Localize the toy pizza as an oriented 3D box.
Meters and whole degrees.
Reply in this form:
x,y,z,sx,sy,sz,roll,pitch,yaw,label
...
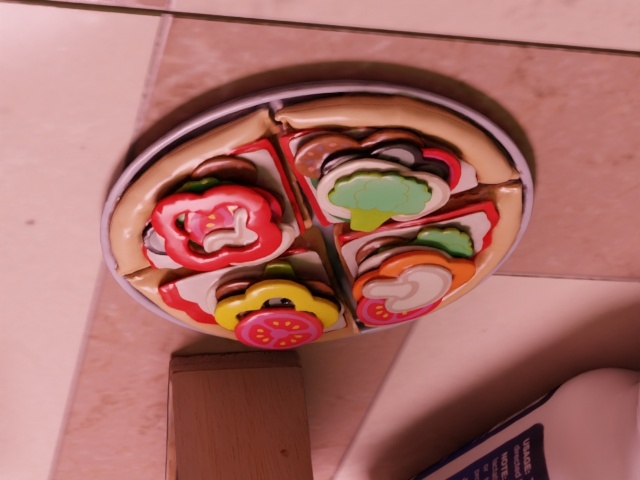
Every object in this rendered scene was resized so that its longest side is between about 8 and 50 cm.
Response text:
x,y,z,sx,sy,sz,roll,pitch,yaw,label
0.000,0.000,0.795,0.201,0.032,0.201,-5,145,-4,toy pizza

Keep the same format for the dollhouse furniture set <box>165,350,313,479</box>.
x,y,z,sx,sy,sz,roll,pitch,yaw,label
-0.198,0.214,0.866,0.394,0.256,0.362,-2,145,-8,dollhouse furniture set

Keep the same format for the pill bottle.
x,y,z,sx,sy,sz,roll,pitch,yaw,label
0.142,0.162,0.948,0.153,0.153,0.264,21,136,-34,pill bottle
